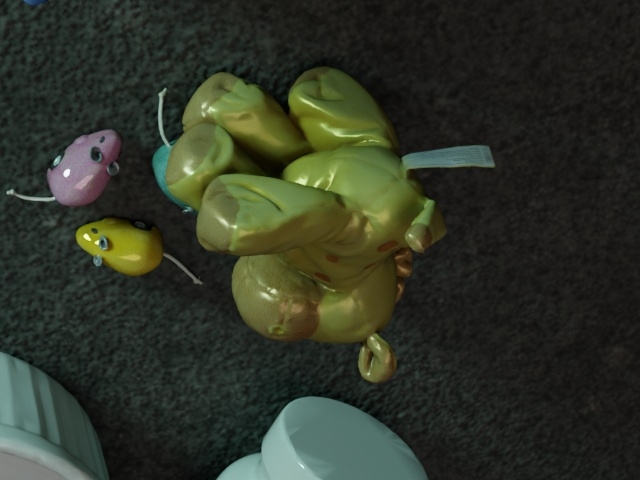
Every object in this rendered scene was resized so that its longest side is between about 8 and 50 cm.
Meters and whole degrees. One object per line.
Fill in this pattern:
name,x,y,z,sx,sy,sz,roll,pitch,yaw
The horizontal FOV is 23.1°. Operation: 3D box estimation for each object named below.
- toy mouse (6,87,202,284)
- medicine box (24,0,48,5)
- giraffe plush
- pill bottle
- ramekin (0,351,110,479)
toy mouse,-0.128,-0.037,1.081,0.161,0.031,0.143,15,118,-22
medicine box,-0.150,-0.324,0.818,0.263,0.149,0.289,-36,123,11
giraffe plush,0.000,0.000,1.062,0.210,0.181,0.170,9,134,1
pill bottle,-0.038,0.268,1.224,0.162,0.162,0.278,20,116,-24
ramekin,-0.279,0.208,1.142,0.277,0.135,0.277,-6,124,-9
